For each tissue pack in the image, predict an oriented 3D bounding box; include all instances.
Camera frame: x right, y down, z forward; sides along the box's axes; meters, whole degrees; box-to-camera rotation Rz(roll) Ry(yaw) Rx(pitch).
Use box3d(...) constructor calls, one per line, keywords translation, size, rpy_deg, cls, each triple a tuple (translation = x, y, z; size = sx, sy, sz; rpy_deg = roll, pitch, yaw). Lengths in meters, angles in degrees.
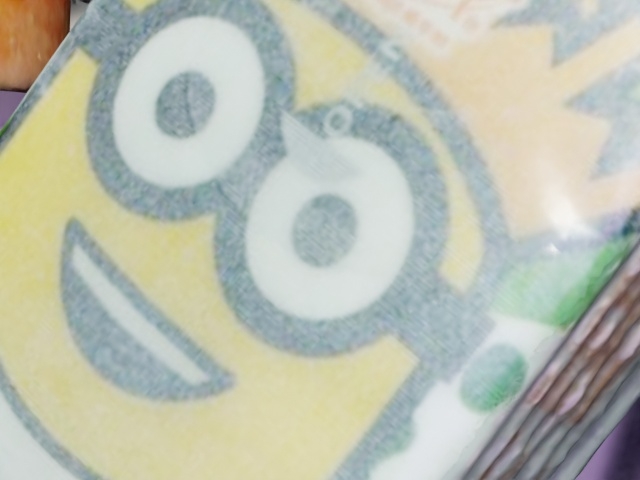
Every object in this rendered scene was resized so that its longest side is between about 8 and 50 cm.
box3d(translation=(0.000, 0.000, 0.609), size=(0.228, 0.128, 0.311), rpy_deg=(40, 99, 29), cls="tissue pack")

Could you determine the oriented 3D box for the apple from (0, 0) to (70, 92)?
box3d(translation=(-0.235, -0.153, 0.664), size=(0.293, 0.251, 0.163), rpy_deg=(8, 96, 14), cls="apple")
